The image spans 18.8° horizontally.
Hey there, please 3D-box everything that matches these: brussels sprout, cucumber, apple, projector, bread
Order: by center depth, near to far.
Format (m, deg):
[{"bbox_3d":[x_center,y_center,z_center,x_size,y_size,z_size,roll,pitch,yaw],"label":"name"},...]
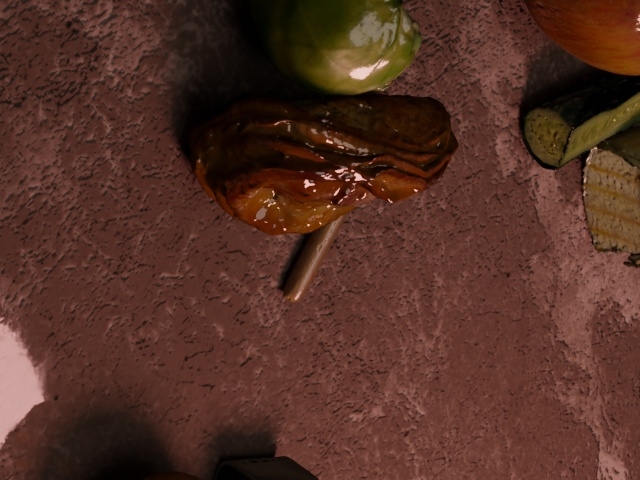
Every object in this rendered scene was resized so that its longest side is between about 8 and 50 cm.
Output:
[{"bbox_3d":[0.006,-0.190,1.691,0.122,0.151,0.149,-37,131,0],"label":"brussels sprout"},{"bbox_3d":[0.305,-0.267,1.897,0.211,0.188,0.211,-25,132,-31],"label":"apple"},{"bbox_3d":[-0.056,0.266,1.929,0.082,0.083,0.083,3,110,-45],"label":"projector"},{"bbox_3d":[0.303,-0.152,2.065,0.211,0.062,0.078,-31,153,-37],"label":"cucumber"},{"bbox_3d":[0.355,-0.060,2.138,0.110,0.103,0.156,-42,142,-35],"label":"bread"}]

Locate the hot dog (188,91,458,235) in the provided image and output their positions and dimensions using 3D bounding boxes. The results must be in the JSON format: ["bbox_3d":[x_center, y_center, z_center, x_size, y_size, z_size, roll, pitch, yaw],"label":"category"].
[{"bbox_3d":[0.013,-0.070,1.751,0.259,0.175,0.114,-2,74,-41],"label":"hot dog"}]

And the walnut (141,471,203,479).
[{"bbox_3d":[-0.140,0.310,1.818,0.167,0.167,0.207,-45,133,-15],"label":"walnut"}]

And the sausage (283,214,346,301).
[{"bbox_3d":[0.000,0.000,1.876,0.024,0.024,0.132,21,97,-48],"label":"sausage"}]
